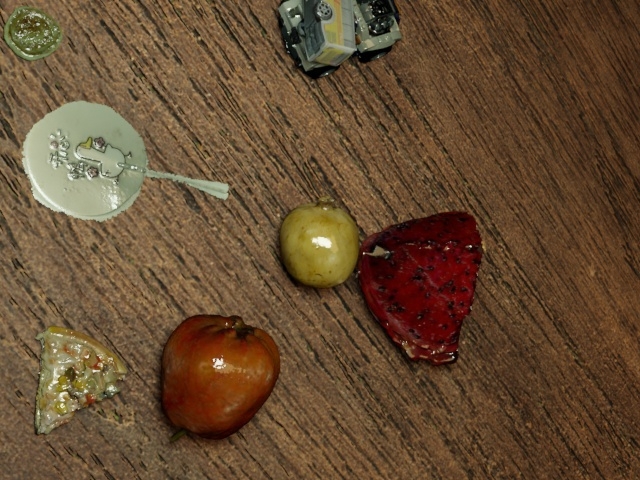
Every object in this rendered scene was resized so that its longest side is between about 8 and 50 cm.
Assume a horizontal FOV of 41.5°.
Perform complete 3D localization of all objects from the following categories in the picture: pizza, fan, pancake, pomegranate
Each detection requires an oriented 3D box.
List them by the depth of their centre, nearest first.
[{"bbox_3d":[-0.460,0.264,1.536,0.185,0.052,0.195,33,70,-19],"label":"pizza"},{"bbox_3d":[-0.537,-0.386,1.580,0.108,0.017,0.108,5,79,-27],"label":"pancake"},{"bbox_3d":[-0.368,-0.141,1.652,0.415,0.012,0.232,9,81,-28],"label":"fan"},{"bbox_3d":[0.000,0.000,1.748,0.196,0.196,0.196,3,83,-30],"label":"pomegranate"}]

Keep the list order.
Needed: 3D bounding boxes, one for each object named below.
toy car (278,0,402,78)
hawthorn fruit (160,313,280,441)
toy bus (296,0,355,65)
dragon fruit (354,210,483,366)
[{"bbox_3d":[0.050,-0.484,1.873,0.301,0.118,0.193,-23,90,-27],"label":"toy car"},{"bbox_3d":[-0.205,0.270,1.604,0.224,0.224,0.260,24,96,-26],"label":"hawthorn fruit"},{"bbox_3d":[0.013,-0.497,1.748,0.106,0.092,0.268,8,68,-29],"label":"toy bus"},{"bbox_3d":[0.208,0.103,1.911,0.286,0.228,0.329,-5,118,-4],"label":"dragon fruit"}]
